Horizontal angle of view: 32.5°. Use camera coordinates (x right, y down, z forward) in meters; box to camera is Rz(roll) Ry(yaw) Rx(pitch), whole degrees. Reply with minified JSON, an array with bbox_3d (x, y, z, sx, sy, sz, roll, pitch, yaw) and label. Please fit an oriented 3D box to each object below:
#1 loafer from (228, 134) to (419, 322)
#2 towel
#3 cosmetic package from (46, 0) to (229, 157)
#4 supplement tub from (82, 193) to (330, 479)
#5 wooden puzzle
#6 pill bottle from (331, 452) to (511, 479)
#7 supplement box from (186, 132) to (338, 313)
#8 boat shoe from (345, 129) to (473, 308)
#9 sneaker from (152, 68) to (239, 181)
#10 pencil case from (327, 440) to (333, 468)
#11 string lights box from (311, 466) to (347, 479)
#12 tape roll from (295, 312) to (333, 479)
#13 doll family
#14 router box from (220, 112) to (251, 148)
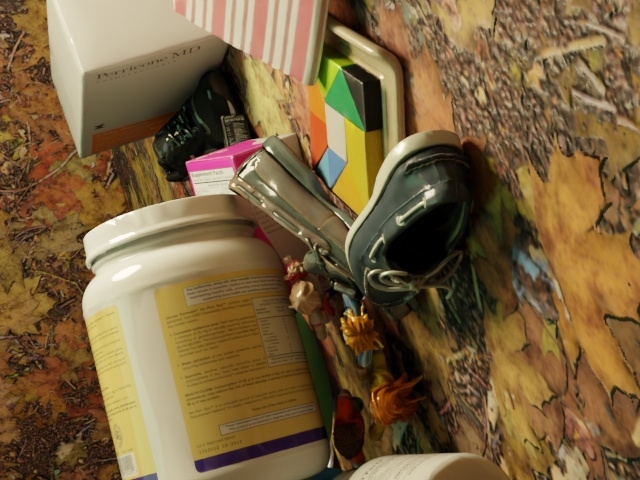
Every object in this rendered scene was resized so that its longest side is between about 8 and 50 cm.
[{"bbox_3d":[0.000,0.000,1.207,0.267,0.084,0.096,50,178,26],"label":"loafer"},{"bbox_3d":[-0.072,-0.257,1.119,0.197,0.029,0.144,32,142,18],"label":"towel"},{"bbox_3d":[-0.292,-0.286,1.717,0.453,0.230,0.161,137,113,-74],"label":"cosmetic package"},{"bbox_3d":[-0.139,0.134,1.277,0.241,0.241,0.331,133,124,-73],"label":"supplement tub"},{"bbox_3d":[0.031,-0.112,1.141,0.221,0.044,0.238,-133,29,-56],"label":"wooden puzzle"},{"bbox_3d":[0.092,0.288,1.136,0.229,0.131,0.131,-22,86,61],"label":"pill bottle"},{"bbox_3d":[-0.075,-0.018,1.434,0.114,0.111,0.220,0,108,50],"label":"supplement box"},{"bbox_3d":[0.085,0.003,1.005,0.254,0.095,0.079,113,149,-54],"label":"boat shoe"},{"bbox_3d":[-0.198,-0.161,1.725,0.283,0.124,0.107,110,139,-66],"label":"sneaker"},{"bbox_3d":[-0.053,0.392,1.859,0.273,0.124,0.113,113,137,-66],"label":"pencil case"},{"bbox_3d":[-0.047,0.405,1.670,0.260,0.077,0.133,5,120,29],"label":"string lights box"},{"bbox_3d":[-0.111,0.203,1.527,0.077,0.321,0.321,-23,84,33],"label":"tape roll"},{"bbox_3d":[0.046,0.128,1.254,0.163,0.118,0.263,-67,-41,-86],"label":"doll family"},{"bbox_3d":[-0.118,-0.113,1.631,0.092,0.038,0.122,-106,9,-46],"label":"router box"}]
